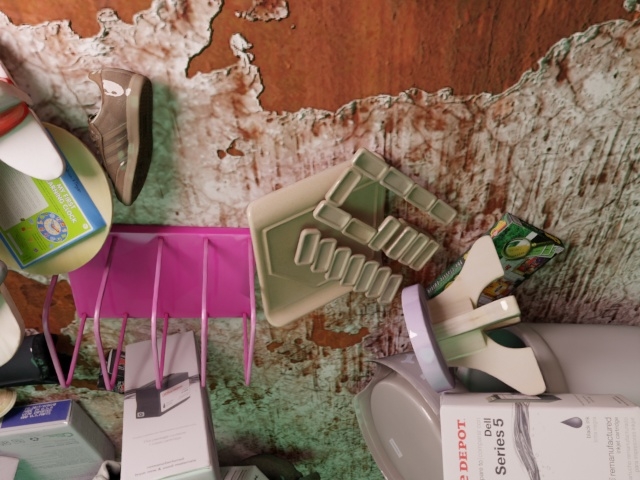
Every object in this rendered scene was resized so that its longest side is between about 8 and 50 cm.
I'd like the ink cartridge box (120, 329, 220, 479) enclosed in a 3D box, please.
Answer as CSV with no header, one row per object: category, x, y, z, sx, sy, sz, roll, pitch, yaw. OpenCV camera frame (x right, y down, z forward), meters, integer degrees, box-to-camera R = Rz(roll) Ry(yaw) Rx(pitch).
ink cartridge box,-0.240,0.336,0.939,0.129,0.307,0.223,-10,121,-11

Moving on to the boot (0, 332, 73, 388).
boot,-0.557,0.181,0.946,0.207,0.094,0.246,-12,141,8

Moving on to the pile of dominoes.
pile of dominoes,0.079,-0.015,0.861,0.251,0.040,0.196,26,108,-39

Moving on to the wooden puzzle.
wooden puzzle,0.000,0.000,0.856,0.221,0.044,0.238,-26,135,-21

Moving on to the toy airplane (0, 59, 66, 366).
toy airplane,-0.482,-0.069,0.590,0.387,0.272,0.384,19,107,-2

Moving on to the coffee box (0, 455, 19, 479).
coffee box,-0.733,0.527,1.160,0.141,0.098,0.246,23,129,-28

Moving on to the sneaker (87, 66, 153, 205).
sneaker,-0.258,-0.132,0.728,0.071,0.066,0.188,17,126,-2

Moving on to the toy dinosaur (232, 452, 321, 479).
toy dinosaur,-0.116,0.584,1.412,0.314,0.121,0.160,30,123,4

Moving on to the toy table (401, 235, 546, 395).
toy table,0.236,0.134,0.910,0.161,0.252,0.274,-19,175,14

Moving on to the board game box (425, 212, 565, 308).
board game box,0.291,0.066,1.021,0.136,0.030,0.259,22,127,-24

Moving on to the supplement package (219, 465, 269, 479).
supplement package,-0.223,0.665,1.312,0.263,0.198,0.199,-20,117,37

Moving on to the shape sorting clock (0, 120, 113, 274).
shape sorting clock,-0.370,-0.053,0.744,0.207,0.040,0.206,3,108,8

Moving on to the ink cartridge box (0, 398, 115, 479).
ink cartridge box,-0.632,0.464,1.231,0.325,0.071,0.330,-8,138,-1

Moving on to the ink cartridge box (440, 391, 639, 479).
ink cartridge box,0.319,0.334,0.843,0.273,0.198,0.115,-3,175,14

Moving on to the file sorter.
file sorter,-0.244,0.111,0.870,0.291,0.182,0.202,1,134,-10

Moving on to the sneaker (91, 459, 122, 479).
sneaker,-0.459,0.525,1.230,0.232,0.090,0.115,-11,101,21

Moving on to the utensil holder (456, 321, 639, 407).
utensil holder,0.511,0.315,1.095,0.386,0.327,0.327,2,133,-14

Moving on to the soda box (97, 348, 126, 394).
soda box,-0.333,0.266,1.091,0.169,0.060,0.053,25,122,-29

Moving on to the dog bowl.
dog bowl,0.199,0.374,1.103,0.102,0.348,0.348,-20,139,-25

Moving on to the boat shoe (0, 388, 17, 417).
boat shoe,-0.663,0.315,1.083,0.170,0.063,0.059,-18,140,10
